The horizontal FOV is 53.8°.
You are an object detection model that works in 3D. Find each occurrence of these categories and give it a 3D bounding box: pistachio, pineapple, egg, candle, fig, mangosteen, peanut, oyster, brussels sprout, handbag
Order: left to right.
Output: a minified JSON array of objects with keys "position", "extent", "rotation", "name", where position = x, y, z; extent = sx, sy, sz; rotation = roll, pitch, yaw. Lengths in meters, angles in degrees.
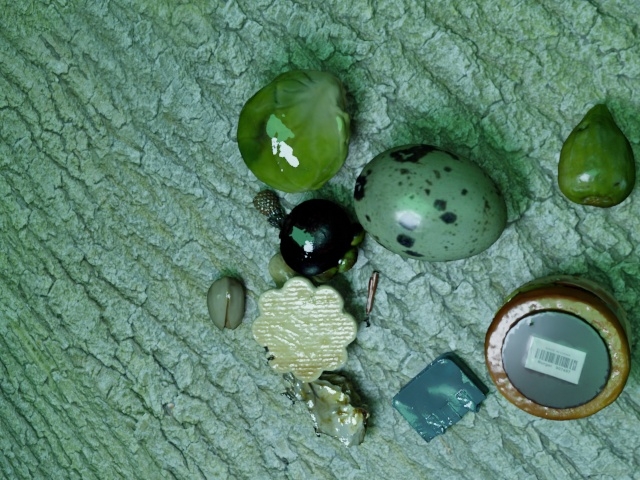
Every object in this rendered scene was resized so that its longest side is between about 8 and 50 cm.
[{"position":[-0.292,0.194,1.959],"extent":[0.124,0.124,0.185],"rotation":[3,106,25],"name":"pistachio"},{"position":[-0.135,-0.076,1.874],"extent":[0.074,0.074,0.159],"rotation":[-39,83,25],"name":"pineapple"},{"position":[-0.086,0.147,1.859],"extent":[0.120,0.110,0.237],"rotation":[-25,88,21],"name":"peanut"},{"position":[-0.065,-0.297,1.712],"extent":[0.343,0.268,0.344],"rotation":[0,95,3],"name":"brussels sprout"},{"position":[0.000,0.000,1.749],"extent":[0.242,0.243,0.243],"rotation":[4,100,25],"name":"mangosteen"},{"position":[0.007,0.465,1.855],"extent":[0.337,0.133,0.198],"rotation":[31,111,21],"name":"oyster"},{"position":[0.142,0.169,1.805],"extent":[0.026,0.021,0.168],"rotation":[9,102,3],"name":"candle"},{"position":[0.267,-0.087,1.558],"extent":[0.379,0.287,0.288],"rotation":[25,108,12],"name":"egg"},{"position":[0.331,0.435,1.737],"extent":[0.179,0.062,0.229],"rotation":[47,114,9],"name":"handbag"},{"position":[0.631,-0.188,1.439],"extent":[0.167,0.167,0.234],"rotation":[5,107,25],"name":"fig"}]

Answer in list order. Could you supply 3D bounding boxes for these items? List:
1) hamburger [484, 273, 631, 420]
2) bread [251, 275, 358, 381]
[{"position":[0.561,0.244,1.489],"extent":[0.329,0.250,0.330],"rotation":[6,102,28],"name":"hamburger"},{"position":[-0.049,0.248,1.782],"extent":[0.315,0.054,0.316],"rotation":[2,103,10],"name":"bread"}]
